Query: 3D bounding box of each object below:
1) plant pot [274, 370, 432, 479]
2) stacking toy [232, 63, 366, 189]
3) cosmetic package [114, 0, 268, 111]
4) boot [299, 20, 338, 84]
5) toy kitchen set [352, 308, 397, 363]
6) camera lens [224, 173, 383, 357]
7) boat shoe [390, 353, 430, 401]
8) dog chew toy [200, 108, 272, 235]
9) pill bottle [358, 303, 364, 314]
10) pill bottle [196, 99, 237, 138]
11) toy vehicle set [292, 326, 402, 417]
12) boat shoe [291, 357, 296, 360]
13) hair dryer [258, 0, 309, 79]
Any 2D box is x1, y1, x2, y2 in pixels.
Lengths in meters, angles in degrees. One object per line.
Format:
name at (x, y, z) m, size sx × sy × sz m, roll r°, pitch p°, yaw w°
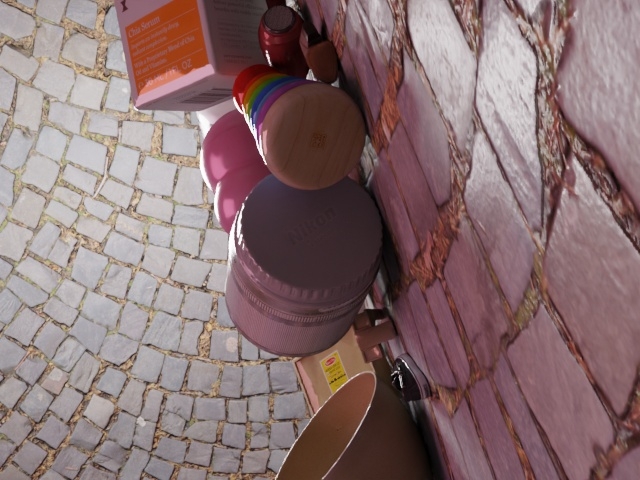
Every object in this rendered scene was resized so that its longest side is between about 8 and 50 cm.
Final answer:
plant pot at (0.074, 0.391, 1.344) m, size 0.191 × 0.284 × 0.284 m, roll 39°, pitch 178°, yaw -7°
stacking toy at (-0.054, -0.190, 1.147) m, size 0.330 × 0.141 × 0.141 m, roll -128°, pitch 21°, yaw -59°
cosmetic package at (-0.235, -0.471, 1.381) m, size 0.230 × 0.162 × 0.452 m, roll -13°, pitch 88°, yaw 40°
boot at (0.001, -0.249, 1.125) m, size 0.087 × 0.042 × 0.118 m, roll 70°, pitch -178°, yaw -68°
toy kitchen set at (0.102, 0.151, 1.322) m, size 0.075 × 0.068 × 0.083 m, roll 10°, pitch -120°, yaw -65°
camera lens at (-0.030, 0.040, 1.204) m, size 0.274 × 0.220 × 0.219 m, roll 109°, pitch 146°, yaw -62°
boat shoe at (0.127, 0.206, 1.205) m, size 0.142 × 0.040 × 0.049 m, roll -142°, pitch 35°, yaw -80°
dog chew toy at (-0.107, -0.085, 1.468) m, size 0.206 × 0.207 × 0.331 m, roll 83°, pitch 174°, yaw -59°
pill bottle at (0.008, 0.055, 1.498) m, size 0.124 × 0.124 × 0.221 m, roll 79°, pitch 172°, yaw -45°
pill bottle at (-0.207, -0.297, 2.111) m, size 0.210 × 0.210 × 0.362 m, roll -115°, pitch 11°, yaw -56°
toy vehicle set at (0.043, 0.266, 1.551) m, size 0.267 × 0.035 × 0.165 m, roll -41°, pitch 65°, yaw 52°
boat shoe at (-0.013, 0.140, 1.961) m, size 0.123 × 0.123 × 0.341 m, roll 106°, pitch 164°, yaw -54°
hair dryer at (-0.057, -0.373, 1.273) m, size 0.223 × 0.080 × 0.293 m, roll -82°, pitch -14°, yaw -59°
